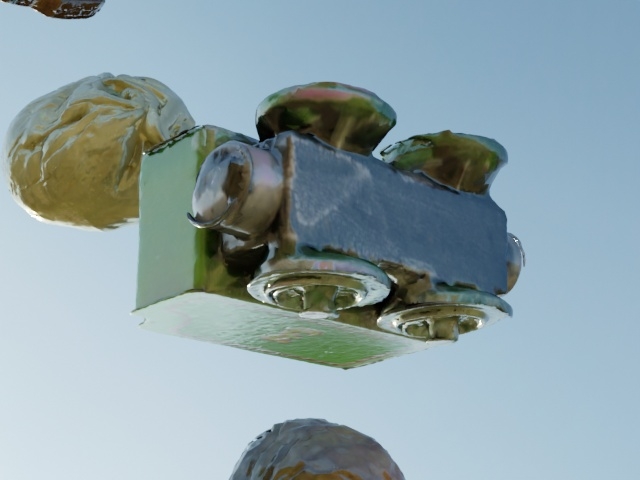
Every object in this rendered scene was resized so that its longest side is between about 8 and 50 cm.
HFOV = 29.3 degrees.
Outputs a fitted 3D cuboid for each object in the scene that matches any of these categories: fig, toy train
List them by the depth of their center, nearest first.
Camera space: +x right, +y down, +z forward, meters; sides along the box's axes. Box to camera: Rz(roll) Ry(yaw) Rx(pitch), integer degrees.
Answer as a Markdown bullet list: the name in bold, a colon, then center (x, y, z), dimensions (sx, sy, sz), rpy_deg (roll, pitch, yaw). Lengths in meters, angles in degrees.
- **toy train**: center (0.000, 0.000, 0.966), dimensions (0.307, 0.173, 0.249), rpy_deg (16, -25, -41)
- **fig**: center (-0.059, 0.363, 1.550), dimensions (0.368, 0.286, 0.286), rpy_deg (11, -41, -47)

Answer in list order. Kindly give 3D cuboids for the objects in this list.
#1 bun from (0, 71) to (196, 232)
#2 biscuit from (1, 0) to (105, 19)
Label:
- **bun**: center (-0.237, -0.111, 1.357), dimensions (0.229, 0.229, 0.145), rpy_deg (19, -56, 0)
- **biscuit**: center (-0.174, -0.153, 0.659), dimensions (0.130, 0.119, 0.019), rpy_deg (27, -66, -30)
